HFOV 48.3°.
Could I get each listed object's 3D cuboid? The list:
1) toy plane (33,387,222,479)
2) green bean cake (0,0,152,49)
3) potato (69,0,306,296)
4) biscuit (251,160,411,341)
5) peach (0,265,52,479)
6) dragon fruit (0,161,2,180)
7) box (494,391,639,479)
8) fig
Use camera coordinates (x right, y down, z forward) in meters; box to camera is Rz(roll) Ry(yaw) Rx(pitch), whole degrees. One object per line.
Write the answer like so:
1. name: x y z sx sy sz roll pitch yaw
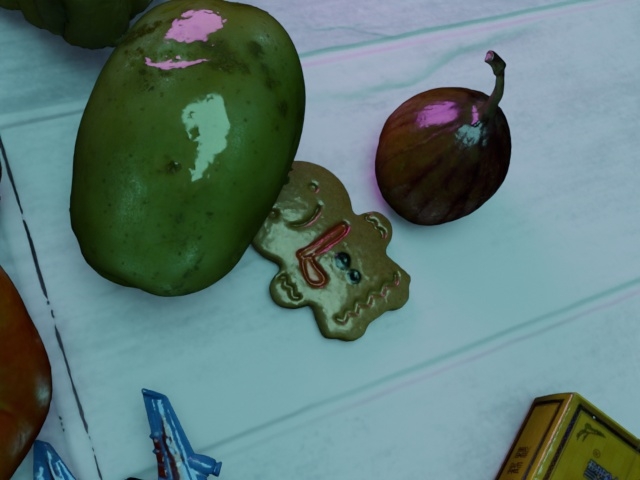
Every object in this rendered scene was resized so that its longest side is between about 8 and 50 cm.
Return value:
1. toy plane: -0.138 0.270 0.622 0.271 0.105 0.254 19 69 -10
2. green bean cake: -0.268 -0.366 0.763 0.285 0.202 0.310 31 65 9
3. potato: -0.128 -0.097 0.691 0.216 0.216 0.304 28 71 -5
4. biscuit: 0.000 0.000 0.791 0.166 0.036 0.225 -32 83 -22
5. peach: -0.406 0.110 0.493 0.406 0.310 0.335 3 74 -15
6. dragon fruit: -0.357 -0.067 0.657 0.136 0.166 0.133 -57 138 -28
7. box: 0.323 0.325 0.746 0.301 0.084 0.193 36 66 -2
8. fig: 0.156 -0.108 0.805 0.148 0.202 0.149 55 31 -8
